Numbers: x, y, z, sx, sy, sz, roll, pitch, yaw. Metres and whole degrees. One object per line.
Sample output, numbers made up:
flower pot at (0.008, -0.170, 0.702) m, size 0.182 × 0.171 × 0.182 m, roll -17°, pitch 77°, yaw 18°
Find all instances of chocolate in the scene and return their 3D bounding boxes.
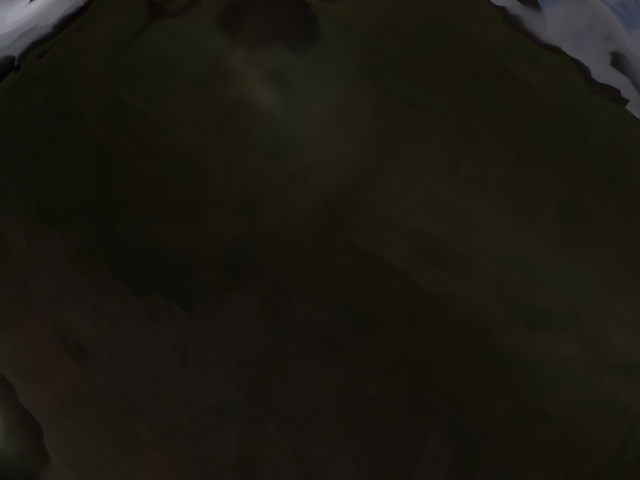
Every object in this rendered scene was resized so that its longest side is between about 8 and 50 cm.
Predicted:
chocolate at (0.000, 0.000, 0.625) m, size 0.331 × 0.383 × 0.383 m, roll 33°, pitch -57°, yaw -2°
